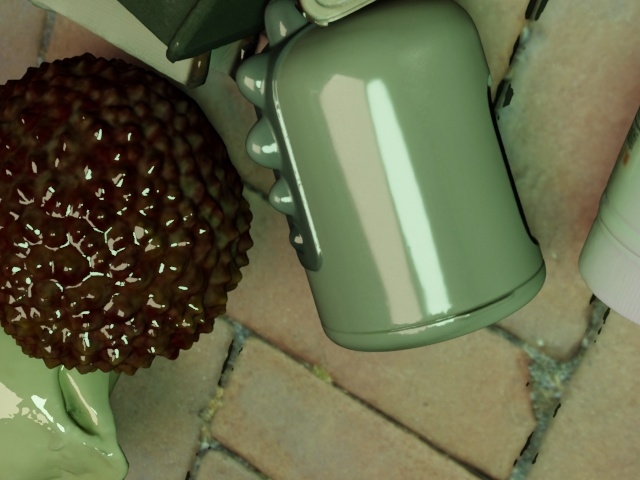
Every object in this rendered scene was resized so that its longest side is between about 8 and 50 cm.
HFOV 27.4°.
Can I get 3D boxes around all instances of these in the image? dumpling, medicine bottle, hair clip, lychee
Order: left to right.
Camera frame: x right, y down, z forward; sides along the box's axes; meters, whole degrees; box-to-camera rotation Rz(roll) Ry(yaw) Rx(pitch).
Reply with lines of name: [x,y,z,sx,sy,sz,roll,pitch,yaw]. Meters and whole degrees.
dumpling: [-0.366,0.145,1.492,0.315,0.233,0.395,-47,70,38]
lychee: [-0.221,-0.024,1.287,0.306,0.330,0.306,4,132,4]
hair clip: [-0.221,-0.253,1.310,0.331,0.101,0.085,29,127,18]
medicine bottle: [0.317,-0.060,1.050,0.152,0.152,0.254,28,121,17]

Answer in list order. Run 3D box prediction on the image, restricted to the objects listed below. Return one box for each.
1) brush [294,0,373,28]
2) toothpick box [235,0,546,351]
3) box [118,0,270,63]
brush: [0.107,-0.278,1.052,0.313,0.072,0.067,-29,56,0]
toothpick box: [0.051,-0.076,1.151,0.229,0.229,0.316,-9,105,32]
box: [-0.046,-0.354,1.070,0.204,0.251,0.345,44,125,7]
